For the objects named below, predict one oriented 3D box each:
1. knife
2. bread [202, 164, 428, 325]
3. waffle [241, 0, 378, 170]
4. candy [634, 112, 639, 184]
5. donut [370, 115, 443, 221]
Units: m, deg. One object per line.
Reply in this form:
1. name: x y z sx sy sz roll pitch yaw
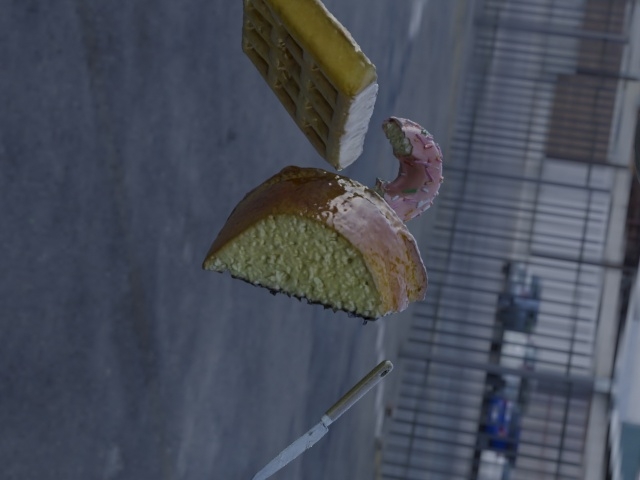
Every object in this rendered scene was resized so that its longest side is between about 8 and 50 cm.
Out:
1. knife: -0.002 0.287 2.122 0.298 0.017 0.047 -41 152 -1
2. bread: -0.004 -0.009 1.555 0.129 0.260 0.134 -49 148 -56
3. waffle: -0.019 -0.221 1.728 0.055 0.221 0.248 -33 165 -14
4. candy: 0.430 -0.092 1.283 0.185 0.295 0.296 -88 180 -53
5. donut: 0.139 -0.100 2.104 0.065 0.117 0.166 30 -67 60
